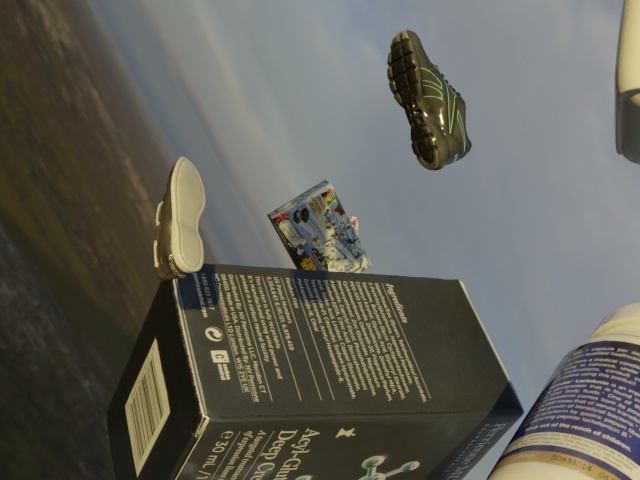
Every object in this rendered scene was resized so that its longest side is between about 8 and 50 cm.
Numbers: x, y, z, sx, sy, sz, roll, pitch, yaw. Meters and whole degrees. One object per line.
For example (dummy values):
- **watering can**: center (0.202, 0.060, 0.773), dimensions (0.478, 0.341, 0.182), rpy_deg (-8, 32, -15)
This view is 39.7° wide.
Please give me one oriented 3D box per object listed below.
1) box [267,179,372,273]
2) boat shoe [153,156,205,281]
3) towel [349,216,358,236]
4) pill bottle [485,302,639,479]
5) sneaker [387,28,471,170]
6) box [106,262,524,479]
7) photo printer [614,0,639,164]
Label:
- **box**: center (0.000, 0.000, 1.202), dimensions (0.137, 0.094, 0.027), rpy_deg (63, -10, -22)
- **boat shoe**: center (-0.130, -0.020, 0.802), dimensions (0.046, 0.038, 0.125), rpy_deg (35, 39, -48)
- **towel**: center (0.058, 0.056, 1.611), dimensions (0.197, 0.029, 0.144), rpy_deg (-83, 171, -66)
- **pill bottle**: center (0.255, 0.176, 0.767), dimensions (0.153, 0.264, 0.153), rpy_deg (21, -48, 26)
- **sneaker**: center (0.204, -0.266, 1.661), dimensions (0.101, 0.106, 0.268), rpy_deg (-12, -85, 64)
- **box**: center (-0.020, 0.206, 1.064), dimensions (0.294, 0.395, 0.212), rpy_deg (-61, -143, 39)
- **photo printer**: center (0.504, -0.280, 1.331), dimensions (0.307, 0.107, 0.256), rpy_deg (38, 61, -67)
